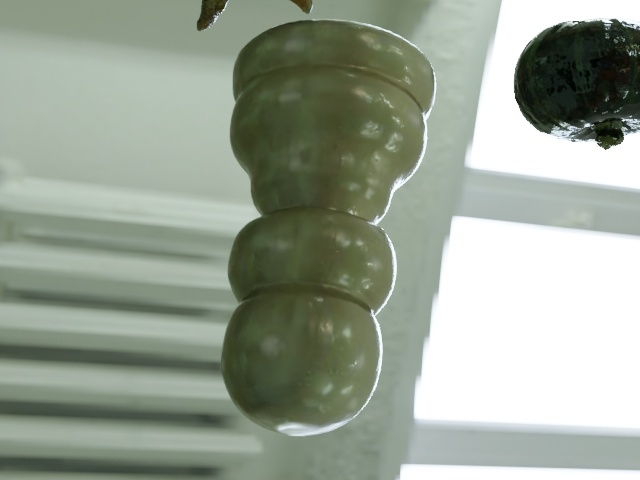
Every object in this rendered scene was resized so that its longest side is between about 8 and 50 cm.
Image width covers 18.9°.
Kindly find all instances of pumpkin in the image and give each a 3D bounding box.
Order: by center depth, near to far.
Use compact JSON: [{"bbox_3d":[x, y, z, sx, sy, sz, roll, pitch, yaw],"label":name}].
[{"bbox_3d":[0.264,-0.151,1.827,0.167,0.167,0.125,19,-74,59],"label":"pumpkin"}]

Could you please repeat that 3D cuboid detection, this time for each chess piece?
[{"bbox_3d":[0.000,0.000,1.446,0.167,0.167,0.300,-33,-134,53],"label":"chess piece"}]

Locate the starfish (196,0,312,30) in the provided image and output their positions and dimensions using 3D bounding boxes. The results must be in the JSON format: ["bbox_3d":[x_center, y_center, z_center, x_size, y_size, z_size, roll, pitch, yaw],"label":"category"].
[{"bbox_3d":[-0.084,-0.249,1.429,0.053,0.175,0.208,-110,-164,-64],"label":"starfish"}]
